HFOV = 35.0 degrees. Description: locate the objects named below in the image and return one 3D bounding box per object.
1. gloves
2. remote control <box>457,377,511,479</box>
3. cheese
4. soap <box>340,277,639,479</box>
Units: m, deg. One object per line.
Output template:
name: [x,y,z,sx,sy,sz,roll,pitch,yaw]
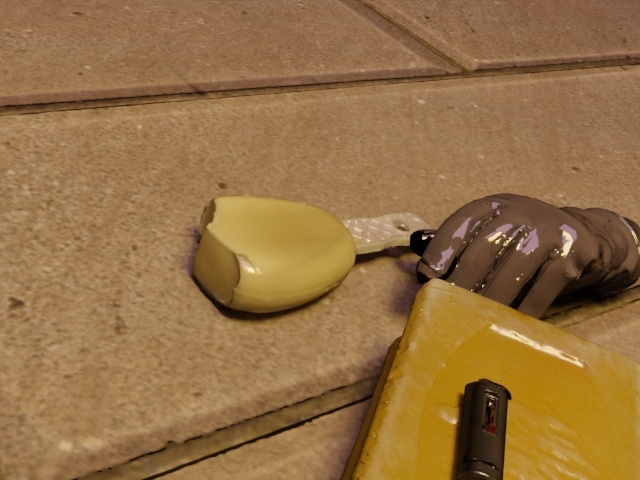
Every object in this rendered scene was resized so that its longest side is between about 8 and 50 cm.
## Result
gloves: [0.188,0.013,0.921,0.285,0.119,0.142,-15,23,-40]
remote control: [0.101,0.117,0.621,0.034,0.016,0.091,23,32,-2]
cheese: [0.000,0.000,0.888,0.255,0.050,0.127,-9,40,-41]
soap: [0.113,0.161,0.659,0.199,0.091,0.315,22,30,7]
